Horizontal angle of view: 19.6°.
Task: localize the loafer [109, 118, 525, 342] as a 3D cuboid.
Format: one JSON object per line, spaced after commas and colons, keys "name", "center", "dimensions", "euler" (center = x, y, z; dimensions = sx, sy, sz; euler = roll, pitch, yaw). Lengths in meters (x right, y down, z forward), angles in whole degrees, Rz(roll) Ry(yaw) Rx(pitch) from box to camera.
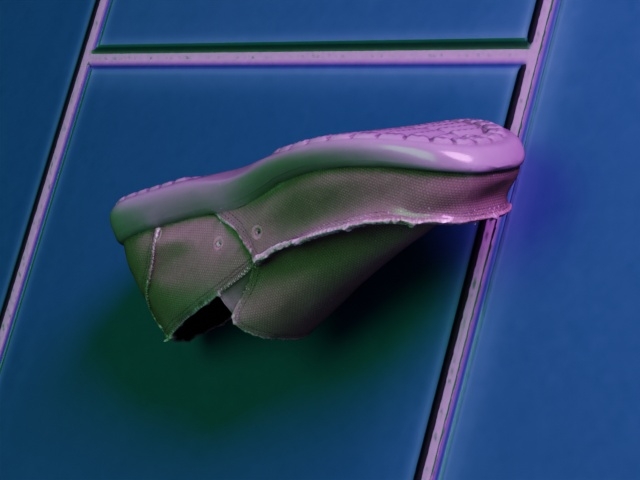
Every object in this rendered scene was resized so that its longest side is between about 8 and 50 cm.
{"name": "loafer", "center": [0.000, 0.000, 0.879], "dimensions": [0.251, 0.094, 0.087], "euler": [-13, 88, 49]}
